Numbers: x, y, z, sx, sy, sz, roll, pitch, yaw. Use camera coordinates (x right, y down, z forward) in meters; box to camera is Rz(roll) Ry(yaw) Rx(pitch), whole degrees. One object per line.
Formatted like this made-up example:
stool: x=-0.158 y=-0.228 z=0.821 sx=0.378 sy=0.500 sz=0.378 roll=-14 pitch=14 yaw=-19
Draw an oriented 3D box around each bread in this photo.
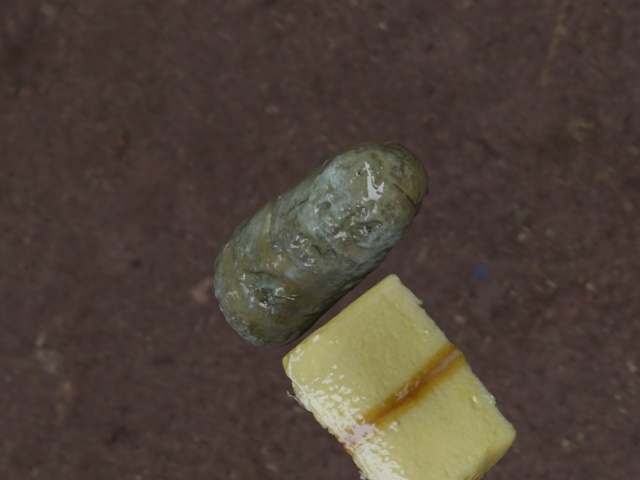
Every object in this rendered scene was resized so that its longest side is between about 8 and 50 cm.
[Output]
bread: x=0.066 y=0.225 z=2.010 sx=0.263 sy=0.198 sz=0.236 roll=53 pitch=154 yaw=10

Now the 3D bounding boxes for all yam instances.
yam: x=0.000 y=0.000 z=1.624 sx=0.330 sy=0.133 sz=0.133 roll=-39 pitch=43 yaw=54
